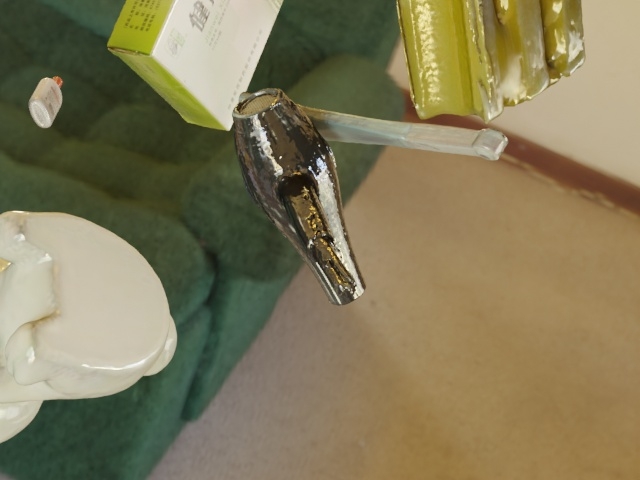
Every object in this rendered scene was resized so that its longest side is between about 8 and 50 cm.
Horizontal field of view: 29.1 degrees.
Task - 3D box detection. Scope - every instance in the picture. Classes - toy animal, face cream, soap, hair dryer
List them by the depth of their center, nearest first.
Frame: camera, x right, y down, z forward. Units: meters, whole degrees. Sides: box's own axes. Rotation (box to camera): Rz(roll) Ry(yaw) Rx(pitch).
[{"bbox_3d":[0.108,-0.207,0.820,0.076,0.233,0.135,14,34,39],"label":"soap"},{"bbox_3d":[0.000,0.000,0.926,0.075,0.195,0.219,-25,27,1],"label":"hair dryer"},{"bbox_3d":[-0.329,0.132,1.299,0.241,0.368,0.196,30,39,-49],"label":"toy animal"},{"bbox_3d":[-0.310,-0.162,1.401,0.021,0.040,0.083,-11,32,12],"label":"face cream"}]

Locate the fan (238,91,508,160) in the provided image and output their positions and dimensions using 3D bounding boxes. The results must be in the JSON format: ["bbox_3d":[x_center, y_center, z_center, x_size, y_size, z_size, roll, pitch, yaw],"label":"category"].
[{"bbox_3d":[0.037,-0.087,0.993,0.282,0.057,0.023,14,59,43],"label":"fan"}]

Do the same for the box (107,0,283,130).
[{"bbox_3d":[-0.110,-0.270,1.302,0.062,0.260,0.175,15,-14,28],"label":"box"}]
